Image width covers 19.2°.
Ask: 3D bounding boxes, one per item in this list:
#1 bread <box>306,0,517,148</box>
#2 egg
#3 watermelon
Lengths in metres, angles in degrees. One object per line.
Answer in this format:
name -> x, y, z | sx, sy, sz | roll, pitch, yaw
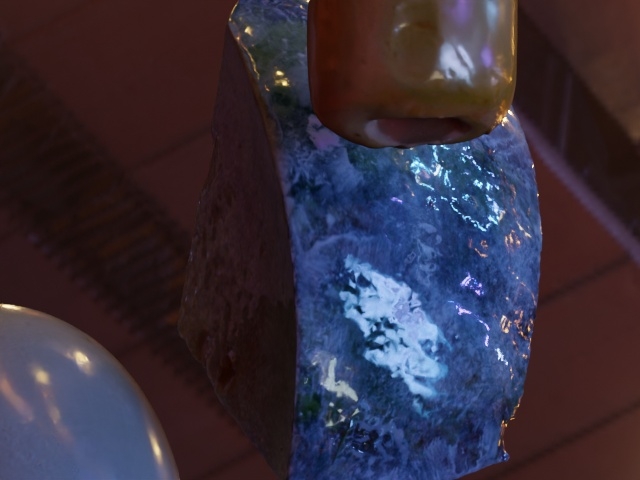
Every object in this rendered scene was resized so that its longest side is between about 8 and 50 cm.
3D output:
bread -> 0.060, -0.143, 1.128 | 0.134, 0.173, 0.085 | 4, -12, -25
egg -> -0.196, 0.165, 1.243 | 0.203, 0.282, 0.203 | -23, -36, -18
watermelon -> 0.000, 0.000, 1.302 | 0.228, 0.387, 0.258 | 8, -25, -34
